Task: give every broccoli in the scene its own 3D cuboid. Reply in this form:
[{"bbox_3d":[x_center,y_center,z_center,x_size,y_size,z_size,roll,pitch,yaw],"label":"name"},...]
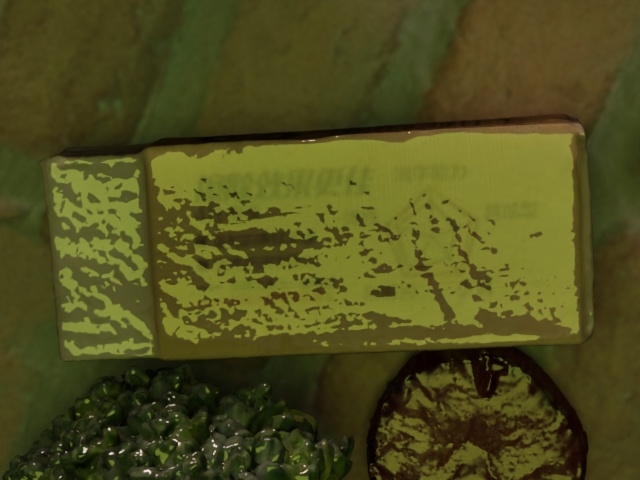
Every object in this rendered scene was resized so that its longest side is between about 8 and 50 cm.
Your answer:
[{"bbox_3d":[-0.094,0.215,1.137,0.245,0.288,0.248,42,70,-21],"label":"broccoli"}]

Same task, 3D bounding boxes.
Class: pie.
[{"bbox_3d":[0.104,0.140,1.185,0.154,0.036,0.154,1,100,4],"label":"pie"}]

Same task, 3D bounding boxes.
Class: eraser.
[{"bbox_3d":[0.000,0.000,1.149,0.343,0.078,0.144,-2,99,6],"label":"eraser"}]
